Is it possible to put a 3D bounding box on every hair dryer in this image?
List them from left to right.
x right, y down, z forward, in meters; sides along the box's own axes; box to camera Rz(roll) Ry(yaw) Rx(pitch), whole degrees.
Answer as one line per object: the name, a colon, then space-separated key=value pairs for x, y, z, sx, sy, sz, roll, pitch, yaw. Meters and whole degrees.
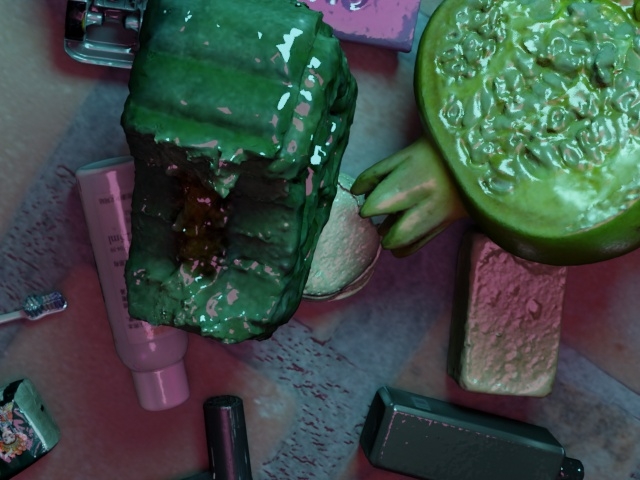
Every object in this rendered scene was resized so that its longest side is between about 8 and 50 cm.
hair dryer: x=-0.171 y=0.263 z=1.465 sx=0.194 sy=0.050 sz=0.173 roll=-5 pitch=98 yaw=-3

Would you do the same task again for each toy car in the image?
toy car: x=-0.199 y=-0.270 z=1.326 sx=0.097 sy=0.100 sz=0.191 roll=7 pitch=133 yaw=-8

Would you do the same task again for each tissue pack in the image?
tissue pack: x=-0.367 y=0.221 z=1.400 sx=0.170 sy=0.103 sz=0.090 roll=-30 pitch=96 yaw=-2

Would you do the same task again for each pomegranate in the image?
pomegranate: x=0.207 y=-0.102 z=1.356 sx=0.358 sy=0.216 sz=0.310 roll=-32 pitch=78 yaw=13

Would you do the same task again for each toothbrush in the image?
toothbrush: x=-0.417 y=0.100 z=1.410 sx=0.304 sy=0.030 sz=0.030 roll=-14 pitch=102 yaw=-3

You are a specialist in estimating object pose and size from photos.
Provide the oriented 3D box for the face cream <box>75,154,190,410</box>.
face cream: x=-0.190 y=0.048 z=1.401 sx=0.082 sy=0.082 sz=0.269 roll=-11 pitch=101 yaw=-5

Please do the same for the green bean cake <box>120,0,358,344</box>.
green bean cake: x=-0.078 y=-0.060 z=1.243 sx=0.169 sy=0.300 sz=0.308 roll=15 pitch=88 yaw=9

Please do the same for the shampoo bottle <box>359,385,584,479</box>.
shampoo bottle: x=0.172 y=0.234 z=1.483 sx=0.246 sy=0.080 sz=0.079 roll=16 pitch=100 yaw=-10

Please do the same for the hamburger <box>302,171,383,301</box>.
hamburger: x=0.000 y=0.000 z=1.427 sx=0.133 sy=0.062 sz=0.140 roll=-18 pitch=100 yaw=-5

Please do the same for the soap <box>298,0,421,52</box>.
soap: x=-0.017 y=-0.297 z=1.359 sx=0.259 sy=0.081 sz=0.181 roll=9 pitch=99 yaw=-9

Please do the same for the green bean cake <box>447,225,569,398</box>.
green bean cake: x=0.203 y=0.077 z=1.455 sx=0.109 sy=0.085 sz=0.179 roll=3 pitch=99 yaw=-6
